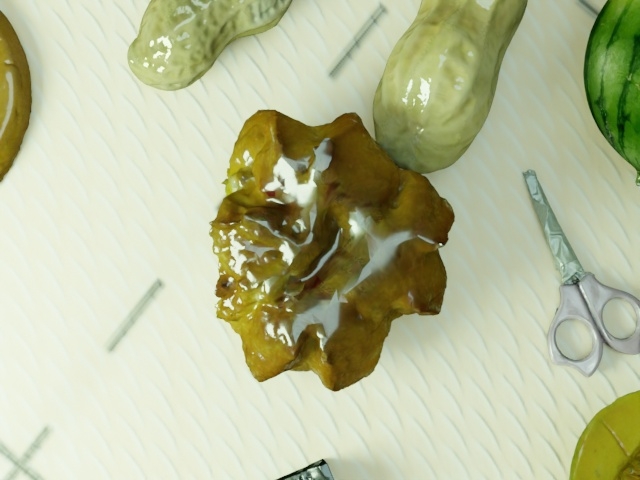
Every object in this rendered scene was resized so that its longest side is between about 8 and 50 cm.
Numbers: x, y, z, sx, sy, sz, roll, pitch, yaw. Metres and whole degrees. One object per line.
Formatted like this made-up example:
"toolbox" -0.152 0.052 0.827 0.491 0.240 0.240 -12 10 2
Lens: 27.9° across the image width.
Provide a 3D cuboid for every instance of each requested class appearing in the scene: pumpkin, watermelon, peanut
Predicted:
"pumpkin" 0.315 0.251 1.229 0.217 0.110 0.217 3 76 -13
"watermelon" 0.366 -0.161 1.196 0.242 0.242 0.242 0 85 -4
"peanut" -0.098 -0.229 1.244 0.214 0.090 0.098 -41 131 -4
"peanut" 0.128 -0.198 1.239 0.111 0.125 0.274 17 84 16

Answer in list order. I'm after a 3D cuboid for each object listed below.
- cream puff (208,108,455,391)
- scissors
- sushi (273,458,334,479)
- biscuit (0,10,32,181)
"cream puff" 0.000 0.000 1.203 0.241 0.155 0.269 -30 94 -1
"scissors" 0.248 0.027 1.279 0.110 0.021 0.212 -22 88 -8
"sushi" -0.018 0.263 1.220 0.083 0.056 0.084 -21 86 -6
"biscuit" -0.408 -0.143 1.239 0.262 0.037 0.262 0 84 -4
